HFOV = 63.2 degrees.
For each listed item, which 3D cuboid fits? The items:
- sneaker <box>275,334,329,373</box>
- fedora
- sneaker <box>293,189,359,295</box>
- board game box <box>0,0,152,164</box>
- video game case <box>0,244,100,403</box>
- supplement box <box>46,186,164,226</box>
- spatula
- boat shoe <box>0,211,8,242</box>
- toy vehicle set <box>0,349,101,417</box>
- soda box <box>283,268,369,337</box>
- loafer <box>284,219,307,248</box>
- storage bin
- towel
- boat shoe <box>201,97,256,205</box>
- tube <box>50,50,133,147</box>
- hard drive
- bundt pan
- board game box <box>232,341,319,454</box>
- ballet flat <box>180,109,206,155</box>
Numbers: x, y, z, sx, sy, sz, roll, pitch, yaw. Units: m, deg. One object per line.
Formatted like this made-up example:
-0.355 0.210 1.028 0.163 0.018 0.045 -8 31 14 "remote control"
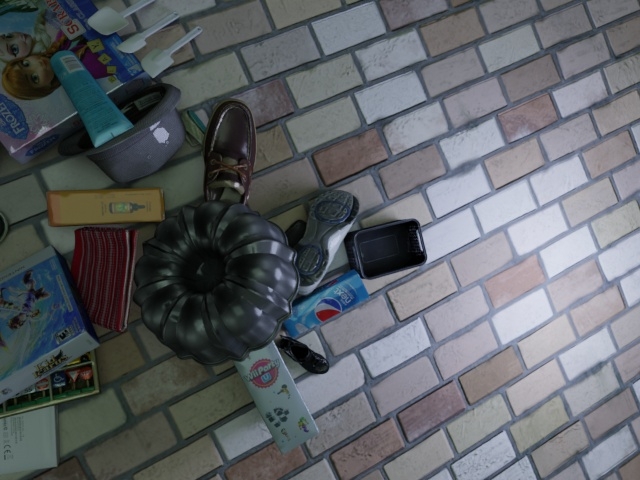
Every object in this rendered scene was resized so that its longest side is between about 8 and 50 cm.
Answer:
-0.041 0.275 1.241 0.170 0.089 0.051 36 80 -12 "sneaker"
-0.395 -0.214 1.106 0.275 0.244 0.124 -46 130 -22 "fedora"
0.000 0.000 1.250 0.111 0.129 0.297 27 61 9 "sneaker"
-0.580 -0.374 1.078 0.318 0.066 0.318 -39 86 -13 "board game box"
-0.593 0.164 1.015 0.244 0.269 0.061 -33 142 -13 "video game case"
-0.461 -0.072 1.135 0.233 0.080 0.078 -3 91 -14 "supplement box"
-0.368 -0.462 1.129 0.168 0.019 0.242 36 46 -11 "spatula"
-0.806 0.014 1.016 0.340 0.113 0.127 -15 93 -16 "boat shoe"
-0.607 0.268 1.076 0.267 0.035 0.166 -11 73 -19 "toy vehicle set"
0.007 0.149 1.244 0.210 0.071 0.067 -28 97 -1 "soda box"
-0.073 0.027 1.250 0.062 0.061 0.170 27 81 -13 "loafer"
0.162 0.021 1.306 0.180 0.084 0.122 -14 93 -15 "storage bin"
-0.447 0.070 1.051 0.031 0.275 0.198 8 86 -43 "towel"
-0.200 -0.135 1.142 0.123 0.123 0.342 8 103 -24 "boat shoe"
-0.446 -0.275 0.998 0.080 0.052 0.207 -35 76 -7 "tube"
-0.714 0.386 1.075 0.308 0.040 0.203 -2 90 -16 "hard drive"
-0.211 0.066 0.988 0.331 0.124 0.330 -4 70 11 "bundt pan"
-0.129 0.280 1.148 0.098 0.224 0.303 -27 96 -12 "board game box"
-0.269 -0.227 1.212 0.052 0.057 0.168 -38 96 15 "ballet flat"
